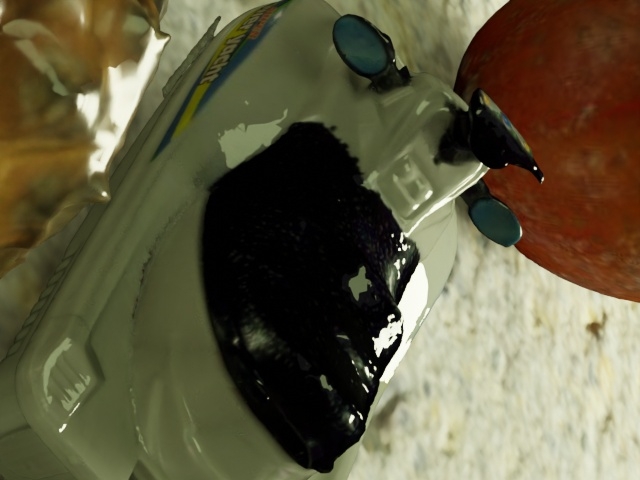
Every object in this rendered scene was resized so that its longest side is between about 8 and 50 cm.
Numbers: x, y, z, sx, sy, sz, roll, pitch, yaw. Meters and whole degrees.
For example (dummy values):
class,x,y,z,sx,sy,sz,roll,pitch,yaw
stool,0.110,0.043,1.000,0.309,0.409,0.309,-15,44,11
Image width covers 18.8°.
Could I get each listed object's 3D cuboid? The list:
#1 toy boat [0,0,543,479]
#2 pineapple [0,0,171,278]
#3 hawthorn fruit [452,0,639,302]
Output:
class,x,y,z,sx,sy,sz,roll,pitch,yaw
toy boat,-0.007,0.005,0.669,0.141,0.140,0.269,53,48,-23
pineapple,-0.197,-0.122,0.439,0.361,0.175,0.175,35,44,-30
hawthorn fruit,0.147,-0.054,0.913,0.173,0.173,0.173,34,45,-43
